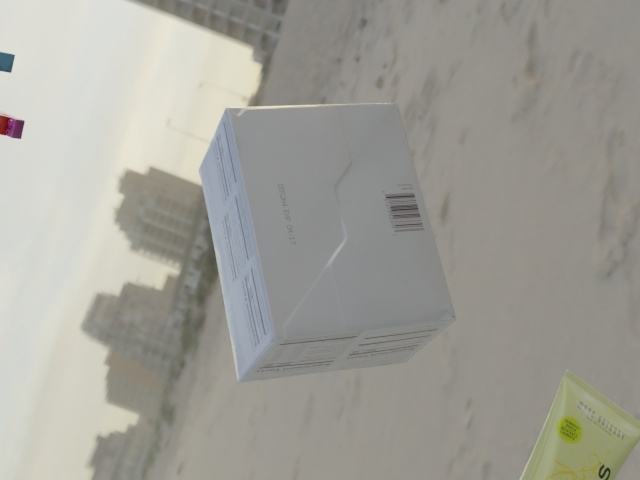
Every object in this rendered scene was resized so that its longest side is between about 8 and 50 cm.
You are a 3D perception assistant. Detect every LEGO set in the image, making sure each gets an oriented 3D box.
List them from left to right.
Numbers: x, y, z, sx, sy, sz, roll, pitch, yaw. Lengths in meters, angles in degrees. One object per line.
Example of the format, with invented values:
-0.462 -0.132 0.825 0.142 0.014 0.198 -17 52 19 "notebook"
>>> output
-0.395 -0.176 1.114 0.093 0.227 0.087 4 -76 -50 "LEGO set"

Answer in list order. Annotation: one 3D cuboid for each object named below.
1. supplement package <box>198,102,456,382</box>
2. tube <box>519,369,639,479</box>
0.000 0.000 1.196 0.145 0.204 0.261 127 134 -59 "supplement package"
0.198 0.233 0.957 0.240 0.062 0.070 -55 -44 -23 "tube"
